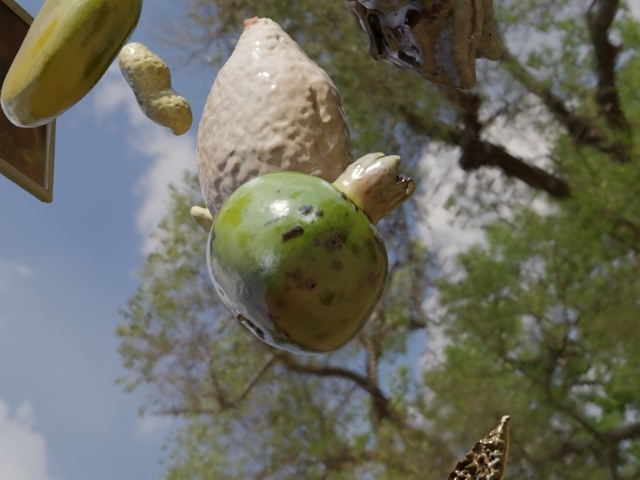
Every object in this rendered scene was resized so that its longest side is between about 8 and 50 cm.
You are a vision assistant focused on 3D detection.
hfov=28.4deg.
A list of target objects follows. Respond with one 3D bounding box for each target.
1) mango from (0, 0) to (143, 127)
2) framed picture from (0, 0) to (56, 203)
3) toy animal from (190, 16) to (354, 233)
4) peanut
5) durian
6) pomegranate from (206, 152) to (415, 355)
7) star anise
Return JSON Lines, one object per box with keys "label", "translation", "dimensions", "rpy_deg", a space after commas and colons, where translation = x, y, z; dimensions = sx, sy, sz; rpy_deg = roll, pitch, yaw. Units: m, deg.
{"label": "mango", "translation": [-0.240, -0.187, 1.228], "dimensions": [0.085, 0.122, 0.191], "rpy_deg": [28, -85, -32]}
{"label": "framed picture", "translation": [-0.451, -0.223, 1.840], "dimensions": [0.211, 0.020, 0.290], "rpy_deg": [44, -143, -56]}
{"label": "toy animal", "translation": [-0.063, -0.099, 1.571], "dimensions": [0.188, 0.358, 0.226], "rpy_deg": [1, -15, -37]}
{"label": "peanut", "translation": [-0.129, -0.117, 0.984], "dimensions": [0.037, 0.083, 0.037], "rpy_deg": [-34, 0, 0]}
{"label": "durian", "translation": [0.122, 0.192, 0.941], "dimensions": [0.066, 0.052, 0.130], "rpy_deg": [-16, -53, -40]}
{"label": "pomegranate", "translation": [-0.009, 0.008, 1.186], "dimensions": [0.210, 0.179, 0.179], "rpy_deg": [-45, -27, -42]}
{"label": "star anise", "translation": [0.059, -0.216, 0.853], "dimensions": [0.236, 0.109, 0.223], "rpy_deg": [53, -142, -53]}
